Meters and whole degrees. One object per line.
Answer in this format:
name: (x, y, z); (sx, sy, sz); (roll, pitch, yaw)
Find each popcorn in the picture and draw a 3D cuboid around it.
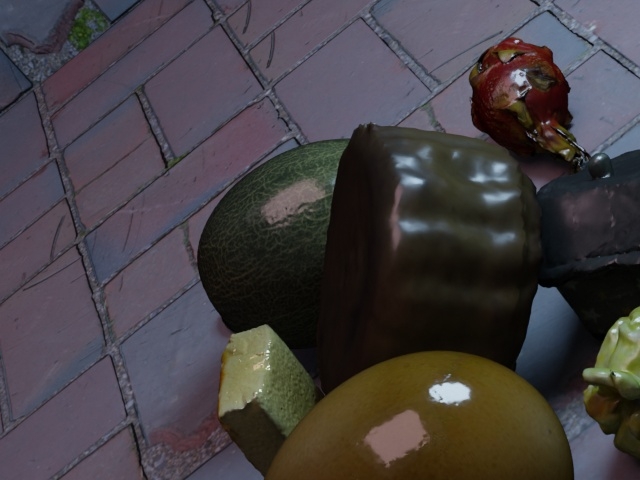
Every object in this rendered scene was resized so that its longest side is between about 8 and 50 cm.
popcorn: (0.309, 0.132, 1.524); (0.141, 0.162, 0.136); (118, 146, -59)

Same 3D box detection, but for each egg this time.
egg: (0.082, 0.241, 1.515); (0.322, 0.250, 0.250); (-32, 29, 23)

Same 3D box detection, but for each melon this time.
melon: (0.000, 0.000, 1.978); (0.301, 0.237, 0.237); (-29, 30, 13)

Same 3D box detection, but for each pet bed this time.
pet bed: (0.339, -0.018, 1.671); (0.211, 0.159, 0.183); (-14, 37, 41)

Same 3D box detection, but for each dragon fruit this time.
dragon fruit: (0.265, -0.156, 2.024); (0.125, 0.125, 0.246); (-60, 41, 27)

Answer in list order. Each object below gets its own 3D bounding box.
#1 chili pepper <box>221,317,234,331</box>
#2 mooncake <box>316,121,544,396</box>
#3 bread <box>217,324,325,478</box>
chili pepper: (-0.106, 0.097, 2.186); (0.118, 0.035, 0.055); (3, 67, 58)
mooncake: (0.110, 0.041, 1.716); (0.324, 0.187, 0.324); (-172, 90, -78)
bread: (-0.041, 0.201, 1.794); (0.068, 0.188, 0.125); (-20, 35, 24)
